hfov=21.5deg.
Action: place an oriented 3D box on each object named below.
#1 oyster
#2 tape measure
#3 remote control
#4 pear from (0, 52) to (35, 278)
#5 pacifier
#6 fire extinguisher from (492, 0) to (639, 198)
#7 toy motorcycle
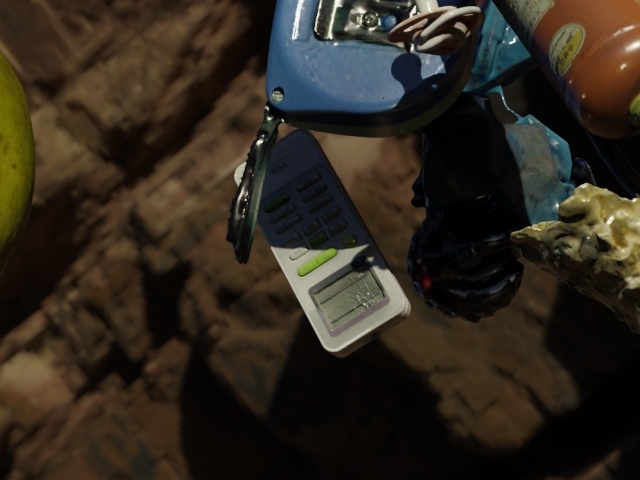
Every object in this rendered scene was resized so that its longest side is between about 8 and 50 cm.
[{"bbox_3d":[0.210,0.037,1.072,0.106,0.200,0.061,-60,6,45],"label":"oyster"},{"bbox_3d":[0.031,-0.142,1.638,0.098,0.215,0.351,52,-134,-72],"label":"tape measure"},{"bbox_3d":[0.000,0.000,1.794,0.103,0.250,0.034,-32,-26,9],"label":"remote control"},{"bbox_3d":[-0.371,-0.053,1.442,0.253,0.253,0.307,-17,-63,-71],"label":"pear"},{"bbox_3d":[0.101,-0.206,1.501,0.081,0.078,0.099,-27,-15,31],"label":"pacifier"},{"bbox_3d":[0.234,-0.177,1.445,0.113,0.376,0.200,-35,-37,8],"label":"fire extinguisher"},{"bbox_3d":[0.207,-0.113,1.846,0.232,0.416,0.172,-2,-18,4],"label":"toy motorcycle"}]
